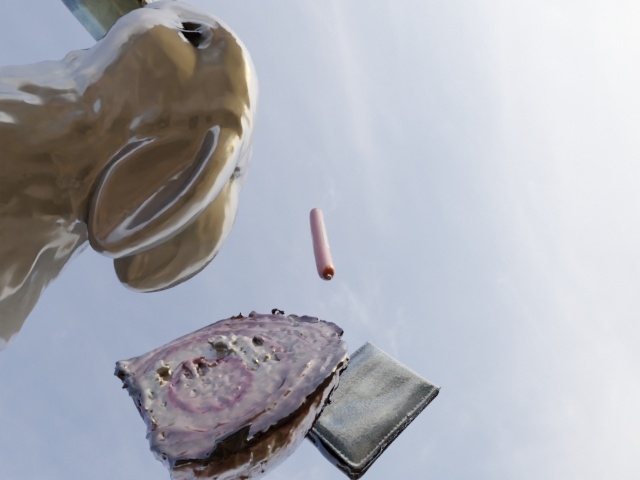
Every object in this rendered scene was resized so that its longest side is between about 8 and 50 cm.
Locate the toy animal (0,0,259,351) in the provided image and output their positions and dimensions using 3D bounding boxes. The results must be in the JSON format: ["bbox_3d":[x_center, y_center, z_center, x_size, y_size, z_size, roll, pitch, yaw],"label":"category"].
[{"bbox_3d":[-0.191,-0.036,0.317,0.357,0.258,0.194,-26,-35,-14],"label":"toy animal"}]

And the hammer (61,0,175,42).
[{"bbox_3d":[-0.182,-0.264,0.506,0.116,0.069,0.194,50,-142,-20],"label":"hammer"}]

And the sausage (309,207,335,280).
[{"bbox_3d":[0.000,0.000,0.898,0.034,0.253,0.034,-3,-57,-5],"label":"sausage"}]

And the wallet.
[{"bbox_3d":[0.067,0.264,0.778,0.222,0.167,0.036,-29,-49,-36],"label":"wallet"}]

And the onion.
[{"bbox_3d":[-0.088,0.198,0.599,0.279,0.314,0.146,-16,-77,-27],"label":"onion"}]
